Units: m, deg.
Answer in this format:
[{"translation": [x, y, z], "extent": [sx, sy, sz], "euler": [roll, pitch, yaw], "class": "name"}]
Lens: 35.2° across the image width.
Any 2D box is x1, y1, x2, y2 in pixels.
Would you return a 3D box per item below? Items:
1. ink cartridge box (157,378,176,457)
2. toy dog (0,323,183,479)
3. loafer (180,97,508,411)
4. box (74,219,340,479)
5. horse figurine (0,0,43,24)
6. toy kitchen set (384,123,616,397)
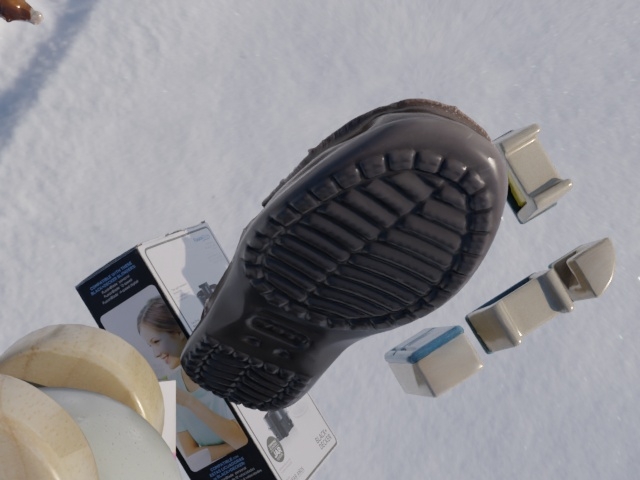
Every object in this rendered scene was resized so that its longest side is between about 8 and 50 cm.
[{"translation": [-0.192, 0.197, 0.905], "extent": [0.092, 0.090, 0.143], "euler": [-2, 86, 30], "class": "ink cartridge box"}, {"translation": [-0.121, 0.190, 0.403], "extent": [0.161, 0.220, 0.333], "euler": [26, 119, 1], "class": "toy dog"}, {"translation": [0.000, 0.000, 0.728], "extent": [0.134, 0.130, 0.366], "euler": [29, 142, -16], "class": "loafer"}, {"translation": [-0.110, 0.132, 1.044], "extent": [0.087, 0.169, 0.290], "euler": [-31, 90, 20], "class": "box"}, {"translation": [-0.288, -0.298, 0.994], "extent": [0.175, 0.263, 0.066], "euler": [10, 72, 11], "class": "horse figurine"}, {"translation": [0.133, 0.018, 0.918], "extent": [0.207, 0.122, 0.166], "euler": [-30, 88, -10], "class": "toy kitchen set"}]
